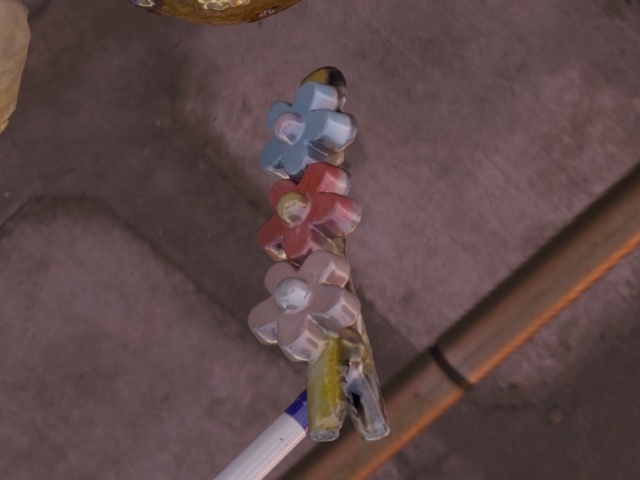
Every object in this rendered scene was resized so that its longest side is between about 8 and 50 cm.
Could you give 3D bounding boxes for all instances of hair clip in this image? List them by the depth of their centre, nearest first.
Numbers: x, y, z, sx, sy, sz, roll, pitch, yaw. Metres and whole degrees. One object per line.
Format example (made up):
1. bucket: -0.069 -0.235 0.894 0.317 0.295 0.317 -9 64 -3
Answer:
1. hair clip: -0.004 -0.002 0.631 0.062 0.213 0.056 -25 149 32

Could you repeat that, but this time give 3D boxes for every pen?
1. pen: -0.072 0.204 1.073 0.269 0.033 0.033 -43 109 -19

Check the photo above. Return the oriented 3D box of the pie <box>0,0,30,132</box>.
1. pie: -0.204 -0.043 0.488 0.218 0.185 0.052 -32 76 20

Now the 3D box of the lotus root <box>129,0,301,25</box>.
1. lotus root: 0.001 -0.142 0.395 0.191 0.094 0.108 -28 93 17
